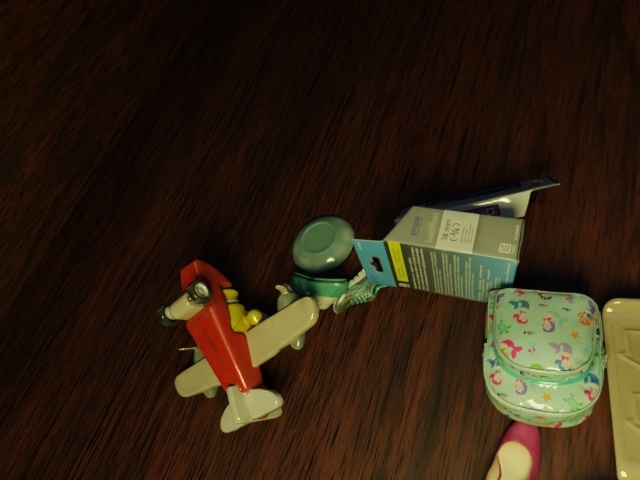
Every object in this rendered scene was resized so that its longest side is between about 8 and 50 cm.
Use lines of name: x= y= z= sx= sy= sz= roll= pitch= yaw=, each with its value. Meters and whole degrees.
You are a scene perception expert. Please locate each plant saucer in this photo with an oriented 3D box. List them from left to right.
plant saucer: x=0.000 y=0.000 z=1.386 sx=0.195 sy=0.037 sz=0.195 roll=-12 pitch=55 yaw=18

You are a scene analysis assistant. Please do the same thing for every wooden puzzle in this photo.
wooden puzzle: x=0.681 y=0.277 z=0.832 sx=0.322 sy=0.080 sz=0.347 roll=0 pitch=57 yaw=24

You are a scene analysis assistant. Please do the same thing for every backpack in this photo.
backpack: x=0.426 y=0.221 z=0.934 sx=0.225 sy=0.191 sz=0.253 roll=4 pitch=63 yaw=23

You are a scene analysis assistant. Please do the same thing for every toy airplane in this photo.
toy airplane: x=-0.193 y=0.262 z=1.192 sx=0.386 sy=0.272 sz=0.384 roll=14 pitch=104 yaw=23

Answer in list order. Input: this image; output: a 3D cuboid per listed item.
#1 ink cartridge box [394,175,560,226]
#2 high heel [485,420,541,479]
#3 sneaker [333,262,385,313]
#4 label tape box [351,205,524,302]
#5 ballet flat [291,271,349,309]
ink cartridge box: x=0.374 y=-0.079 z=1.175 sx=0.371 sy=0.176 sz=0.069 roll=-15 pitch=98 yaw=19
high heel: x=0.340 y=0.427 z=0.880 sx=0.082 sy=0.117 sz=0.244 roll=24 pitch=71 yaw=36
sneaker: x=0.104 y=0.133 z=1.232 sx=0.166 sy=0.065 sz=0.076 roll=-44 pitch=56 yaw=-4
label tape box: x=0.261 y=0.032 z=1.077 sx=0.334 sy=0.240 sz=0.105 roll=9 pitch=64 yaw=21
ballet flat: x=-0.004 y=0.131 z=1.232 sx=0.247 sy=0.083 sz=0.087 roll=1 pitch=85 yaw=61
